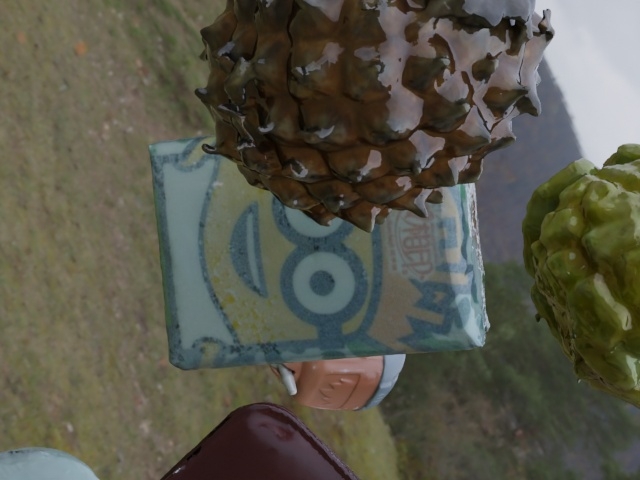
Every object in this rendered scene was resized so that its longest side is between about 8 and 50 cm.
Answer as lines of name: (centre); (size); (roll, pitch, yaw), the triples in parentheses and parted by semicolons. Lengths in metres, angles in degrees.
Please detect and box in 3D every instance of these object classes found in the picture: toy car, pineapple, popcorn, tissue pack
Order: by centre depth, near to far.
pineapple: (0.029, -0.090, 0.485); (0.193, 0.166, 0.166); (-35, -102, 55)
tissue pack: (0.000, 0.000, 1.019); (0.128, 0.311, 0.227); (-24, 109, -76)
popcorn: (0.344, 0.045, 1.061); (0.282, 0.247, 0.282); (167, -90, -79)
toy car: (0.002, 0.133, 1.603); (0.180, 0.213, 0.270); (-62, -140, 41)

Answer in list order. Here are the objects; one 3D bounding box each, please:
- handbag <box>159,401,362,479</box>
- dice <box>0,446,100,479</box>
handbag: (-0.051, 0.279, 0.714); (0.260, 0.275, 0.084); (44, -4, 3)
dice: (-0.355, 0.427, 1.232); (0.268, 0.265, 0.262); (46, -33, 27)
